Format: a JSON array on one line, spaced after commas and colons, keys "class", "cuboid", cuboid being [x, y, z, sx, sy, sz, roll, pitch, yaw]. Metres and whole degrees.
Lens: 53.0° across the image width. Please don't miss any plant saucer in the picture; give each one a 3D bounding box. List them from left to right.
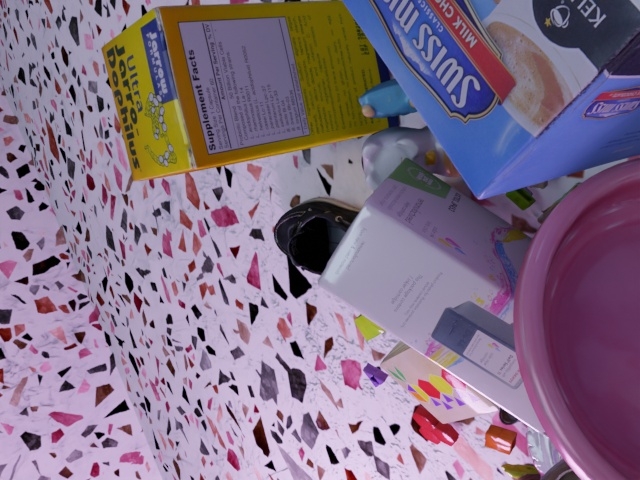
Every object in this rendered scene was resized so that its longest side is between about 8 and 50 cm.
[{"class": "plant saucer", "cuboid": [0.325, 0.089, 0.561, 0.332, 0.332, 0.084, 61, 167, 15]}]

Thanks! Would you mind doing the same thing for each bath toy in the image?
[{"class": "bath toy", "cuboid": [0.139, -0.052, 0.887, 0.151, 0.129, 0.349, 1, 114, 15]}]

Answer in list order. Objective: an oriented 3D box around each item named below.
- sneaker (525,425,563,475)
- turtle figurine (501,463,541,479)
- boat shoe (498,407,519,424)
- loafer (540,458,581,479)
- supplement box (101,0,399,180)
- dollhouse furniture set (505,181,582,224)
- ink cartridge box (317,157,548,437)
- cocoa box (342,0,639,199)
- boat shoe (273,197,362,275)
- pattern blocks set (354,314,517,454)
[{"class": "sneaker", "cuboid": [0.344, 0.324, 0.789, 0.111, 0.102, 0.253, -19, 90, 56]}, {"class": "turtle figurine", "cuboid": [0.270, 0.433, 0.869, 0.087, 0.269, 0.218, 9, 96, 20]}, {"class": "boat shoe", "cuboid": [0.280, 0.207, 0.878, 0.046, 0.038, 0.125, 47, 137, 31]}, {"class": "loafer", "cuboid": [0.353, 0.267, 0.681, 0.251, 0.087, 0.095, -21, 80, 23]}, {"class": "supplement box", "cuboid": [-0.091, -0.216, 0.918, 0.195, 0.356, 0.194, -2, 102, 52]}, {"class": "dollhouse furniture set", "cuboid": [0.281, -0.065, 0.777, 0.151, 0.058, 0.076, 44, 131, 6]}, {"class": "ink cartridge box", "cuboid": [0.196, 0.066, 0.720, 0.353, 0.207, 0.119, 33, 117, 5]}, {"class": "cocoa box", "cuboid": [0.234, -0.209, 0.502, 0.232, 0.347, 0.228, 61, 142, 19]}, {"class": "boat shoe", "cuboid": [0.001, 0.004, 1.095, 0.340, 0.113, 0.127, 14, 116, 49]}, {"class": "pattern blocks set", "cuboid": [0.165, 0.200, 0.924, 0.285, 0.026, 0.325, 46, 153, -4]}]
